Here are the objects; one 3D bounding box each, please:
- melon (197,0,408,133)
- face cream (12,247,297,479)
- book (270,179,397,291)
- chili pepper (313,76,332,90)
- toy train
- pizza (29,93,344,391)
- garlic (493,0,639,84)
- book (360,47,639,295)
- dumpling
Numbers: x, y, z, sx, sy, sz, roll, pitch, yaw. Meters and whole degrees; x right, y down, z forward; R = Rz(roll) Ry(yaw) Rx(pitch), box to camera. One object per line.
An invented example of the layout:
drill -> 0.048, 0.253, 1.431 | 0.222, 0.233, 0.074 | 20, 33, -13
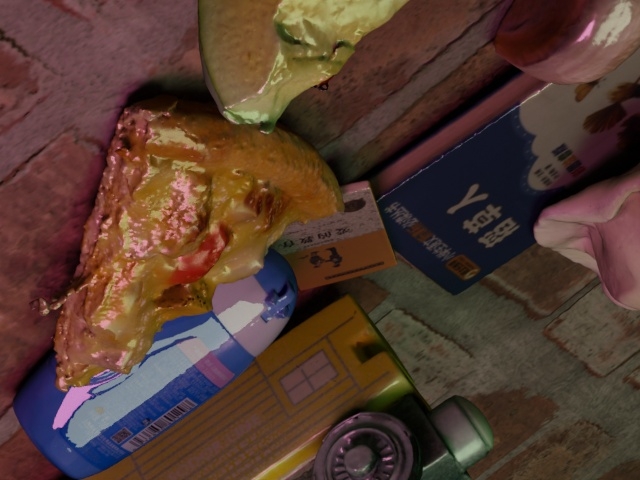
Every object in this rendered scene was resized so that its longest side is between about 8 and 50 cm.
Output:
melon -> 0.029, -0.222, 1.256 | 0.323, 0.124, 0.196 | -45, 133, 14
face cream -> -0.135, 0.096, 1.674 | 0.264, 0.083, 0.149 | -36, 140, 2
book -> 0.000, 0.000, 1.717 | 0.118, 0.012, 0.172 | -15, 155, 5
chili pepper -> -0.005, -0.194, 1.374 | 0.088, 0.065, 0.169 | 6, 132, -17
toy train -> -0.061, 0.243, 1.807 | 0.442, 0.272, 0.179 | -35, 141, 2
pizza -> -0.113, 0.018, 1.545 | 0.280, 0.075, 0.288 | 7, 123, -54
garlic -> 0.222, -0.194, 1.587 | 0.087, 0.101, 0.195 | -7, 143, -42
book -> 0.248, -0.109, 1.808 | 0.428, 0.039, 0.300 | -35, 155, 10
dumpling -> 0.329, -0.027, 1.869 | 0.243, 0.187, 0.318 | 6, 154, 17
